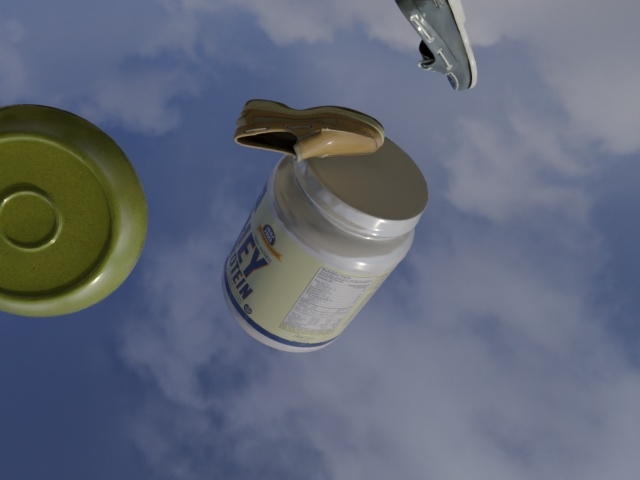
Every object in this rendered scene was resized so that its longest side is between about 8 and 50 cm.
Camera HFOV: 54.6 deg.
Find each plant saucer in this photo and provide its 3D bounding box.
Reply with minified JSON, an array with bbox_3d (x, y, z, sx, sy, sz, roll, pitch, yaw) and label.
[{"bbox_3d":[-0.313,-0.025,0.675,0.240,0.241,0.037,-4,-167,-10],"label":"plant saucer"}]

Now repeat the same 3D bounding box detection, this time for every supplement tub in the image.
[{"bbox_3d":[0.000,0.000,0.969,0.235,0.325,0.236,17,-137,-17],"label":"supplement tub"}]

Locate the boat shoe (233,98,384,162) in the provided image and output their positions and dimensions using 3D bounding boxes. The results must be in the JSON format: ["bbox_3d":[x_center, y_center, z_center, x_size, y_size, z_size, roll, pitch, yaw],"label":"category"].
[{"bbox_3d":[-0.017,-0.126,0.781,0.189,0.068,0.072,7,-127,12],"label":"boat shoe"}]

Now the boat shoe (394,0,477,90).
[{"bbox_3d":[0.210,-0.363,1.120,0.099,0.319,0.116,-26,-115,11],"label":"boat shoe"}]
